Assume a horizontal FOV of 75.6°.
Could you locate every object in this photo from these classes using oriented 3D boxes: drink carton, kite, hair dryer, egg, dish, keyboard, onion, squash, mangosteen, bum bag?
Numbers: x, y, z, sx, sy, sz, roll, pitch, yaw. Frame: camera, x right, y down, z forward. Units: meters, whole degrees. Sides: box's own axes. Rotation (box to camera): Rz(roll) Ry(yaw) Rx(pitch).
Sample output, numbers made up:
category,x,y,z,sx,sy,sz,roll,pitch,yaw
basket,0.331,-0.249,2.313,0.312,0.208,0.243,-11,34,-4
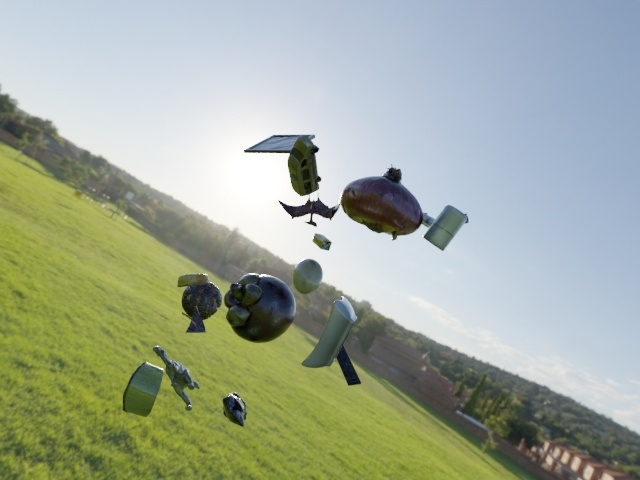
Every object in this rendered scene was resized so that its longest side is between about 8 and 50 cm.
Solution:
category,x,y,z,sx,sy,sz,roll,pitch,yaw
drink carton,0.000,0.000,2.561,0.084,0.074,0.200,11,15,-25
kite,-0.588,0.381,1.925,0.159,0.010,0.190,52,16,-22
hair dryer,0.455,-0.104,1.788,0.107,0.173,0.357,32,7,-36
egg,-0.079,0.218,2.515,0.186,0.241,0.186,8,-48,8
dish,0.038,0.276,1.202,0.077,0.212,0.151,28,3,12
keyboard,0.108,0.529,1.761,0.061,0.013,0.204,1,36,-25
onion,0.261,-0.165,1.683,0.348,0.285,0.347,23,-2,1
squash,-0.737,0.640,1.771,0.133,0.220,0.220,14,-7,-2
mangosteen,-0.250,0.274,1.730,0.300,0.300,0.300,28,-7,4
bum bag,-0.386,0.762,1.861,0.144,0.095,0.340,58,-17,10

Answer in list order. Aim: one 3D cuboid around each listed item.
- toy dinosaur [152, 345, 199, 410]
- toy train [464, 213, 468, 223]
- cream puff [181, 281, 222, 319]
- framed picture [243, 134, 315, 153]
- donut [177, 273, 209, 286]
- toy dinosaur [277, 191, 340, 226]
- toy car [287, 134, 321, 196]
category,x,y,z,sx,sy,sz,roll,pitch,yaw
toy dinosaur,-0.536,0.510,1.563,0.162,0.077,0.294,38,-31,56
toy train,0.670,-0.108,2.038,0.138,0.050,0.087,9,-15,-37
cream puff,-0.696,0.355,2.450,0.165,0.239,0.239,-1,-25,40
framed picture,-0.188,-0.463,1.969,0.241,0.020,0.324,6,27,21
donut,-0.651,0.201,2.116,0.162,0.065,0.178,-4,-6,-30
toy dinosaur,-0.062,-0.191,2.288,0.327,0.206,0.113,27,-14,21
toy car,-0.074,-0.311,1.739,0.101,0.124,0.256,44,-25,36
